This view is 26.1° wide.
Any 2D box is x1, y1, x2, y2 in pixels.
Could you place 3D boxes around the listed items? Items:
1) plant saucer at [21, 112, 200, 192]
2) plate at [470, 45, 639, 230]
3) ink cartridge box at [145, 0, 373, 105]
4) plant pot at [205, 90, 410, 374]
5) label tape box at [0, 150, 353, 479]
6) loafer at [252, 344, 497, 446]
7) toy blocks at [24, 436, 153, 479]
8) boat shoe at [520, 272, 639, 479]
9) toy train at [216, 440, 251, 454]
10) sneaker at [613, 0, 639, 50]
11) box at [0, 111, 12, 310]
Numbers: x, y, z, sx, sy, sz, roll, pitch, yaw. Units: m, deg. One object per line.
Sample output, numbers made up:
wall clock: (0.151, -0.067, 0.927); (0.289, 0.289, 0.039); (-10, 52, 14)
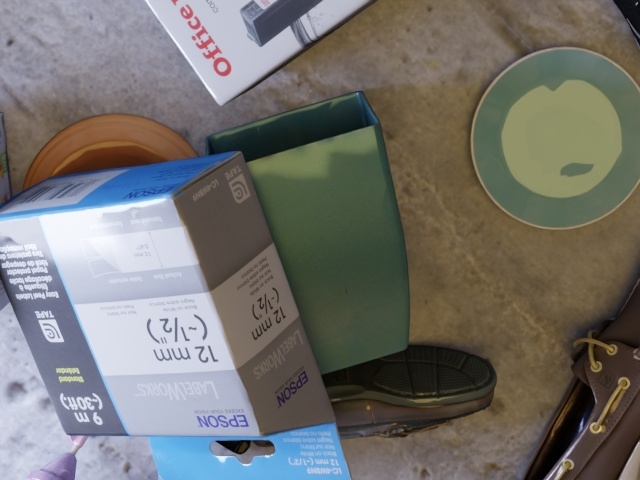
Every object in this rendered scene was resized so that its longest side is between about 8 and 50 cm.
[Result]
plant saucer: (-0.204, -0.027, 1.391); (0.200, 0.037, 0.200); (-1, 102, -3)
plate: (0.244, -0.104, 1.406); (0.188, 0.024, 0.188); (-1, 101, -3)
ink cartridge box: (-0.033, -0.281, 1.265); (0.273, 0.114, 0.197); (-33, 95, 21)
plant pot: (0.000, 0.000, 1.351); (0.165, 0.166, 0.234); (-16, 108, 0)
label tape box: (-0.141, 0.105, 1.284); (0.249, 0.115, 0.347); (-6, 110, 36)
loafer: (0.048, 0.167, 1.431); (0.267, 0.096, 0.084); (-2, 122, 4)
toy blocks: (-0.205, 0.347, 1.368); (0.288, 0.309, 0.260); (34, 56, -2)
boat shoe: (0.300, 0.151, 1.420); (0.097, 0.116, 0.324); (18, 106, -10)
toy train: (-0.142, 0.179, 1.439); (0.158, 0.036, 0.027); (31, 99, -9)
sneaker: (0.314, -0.259, 1.326); (0.079, 0.121, 0.217); (-35, 102, 4)
box: (-0.331, -0.023, 1.329); (0.038, 0.145, 0.186); (-4, 102, 4)
